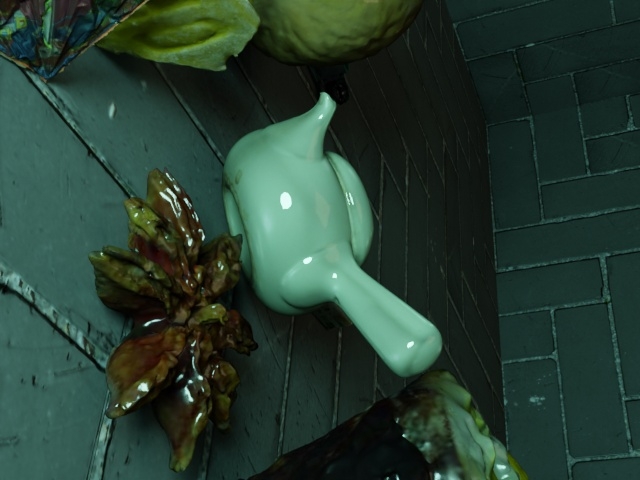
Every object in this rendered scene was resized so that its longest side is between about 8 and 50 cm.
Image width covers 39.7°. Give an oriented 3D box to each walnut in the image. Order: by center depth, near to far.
[{"bbox_3d":[-0.014,-0.349,1.033,0.333,0.332,0.333,-10,90,-71],"label":"walnut"}]

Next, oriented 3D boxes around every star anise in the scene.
[{"bbox_3d":[-0.126,0.063,0.794,0.288,0.088,0.288,-13,90,-70],"label":"star anise"}]

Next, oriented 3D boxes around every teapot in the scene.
[{"bbox_3d":[-0.002,0.020,0.942,0.220,0.149,0.318,107,-36,-68],"label":"teapot"}]

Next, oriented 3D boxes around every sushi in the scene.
[{"bbox_3d":[0.056,0.310,0.791,0.281,0.294,0.299,60,9,-16],"label":"sushi"}]

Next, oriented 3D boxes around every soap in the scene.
[{"bbox_3d":[-0.152,-0.236,0.753,0.257,0.160,0.080,41,44,-60],"label":"soap"}]

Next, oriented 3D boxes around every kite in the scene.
[{"bbox_3d":[-0.190,-0.187,0.661,0.009,0.232,0.189,61,-32,24],"label":"kite"}]

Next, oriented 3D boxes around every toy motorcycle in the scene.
[{"bbox_3d":[0.008,-0.298,1.404,0.100,0.058,0.173,-84,154,-53],"label":"toy motorcycle"}]

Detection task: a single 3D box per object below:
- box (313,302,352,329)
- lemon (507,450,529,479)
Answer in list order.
[{"bbox_3d":[-0.006,0.058,1.203,0.207,0.041,0.050,53,29,-53],"label":"box"},{"bbox_3d":[0.161,0.390,1.162,0.316,0.285,0.285,47,24,-4],"label":"lemon"}]
